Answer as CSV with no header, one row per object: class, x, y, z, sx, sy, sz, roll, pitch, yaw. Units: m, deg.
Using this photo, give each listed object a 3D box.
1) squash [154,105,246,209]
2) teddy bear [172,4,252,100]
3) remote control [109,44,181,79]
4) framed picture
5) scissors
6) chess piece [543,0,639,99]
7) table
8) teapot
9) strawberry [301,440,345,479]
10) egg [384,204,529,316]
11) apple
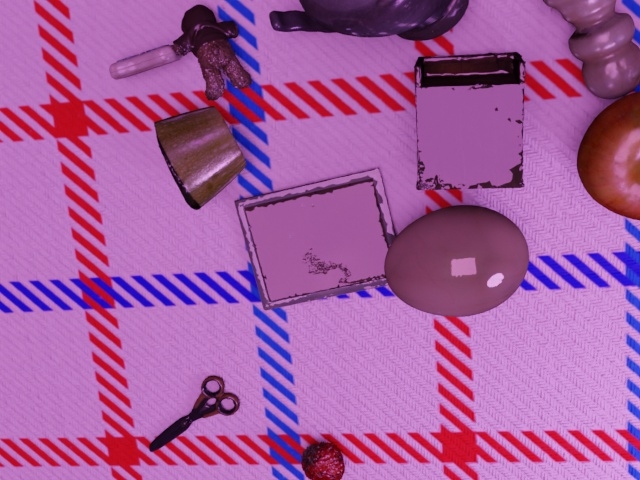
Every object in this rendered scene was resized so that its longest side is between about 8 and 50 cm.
squash,-0.206,-0.150,1.485,0.123,0.170,0.170,-30,98,-4
teddy bear,-0.184,-0.325,1.465,0.119,0.078,0.160,-26,93,-14
remote control,-0.303,-0.310,1.497,0.122,0.074,0.032,-16,103,12
framed picture,0.000,0.000,1.556,0.274,0.016,0.216,-11,101,11
scissors,-0.257,0.350,1.687,0.220,0.017,0.088,-38,96,17
chess piece,0.432,-0.339,1.348,0.133,0.133,0.243,-23,105,14
table,0.238,-0.196,1.387,0.169,0.172,0.193,-1,108,9
teapot,0.092,-0.379,1.325,0.305,0.285,0.223,-49,66,26
strawberry,0.007,0.424,1.634,0.083,0.083,0.096,-38,128,16
egg,0.224,0.036,1.440,0.242,0.186,0.185,-12,102,14
apple,0.527,-0.138,1.359,0.235,0.173,0.210,7,111,16
